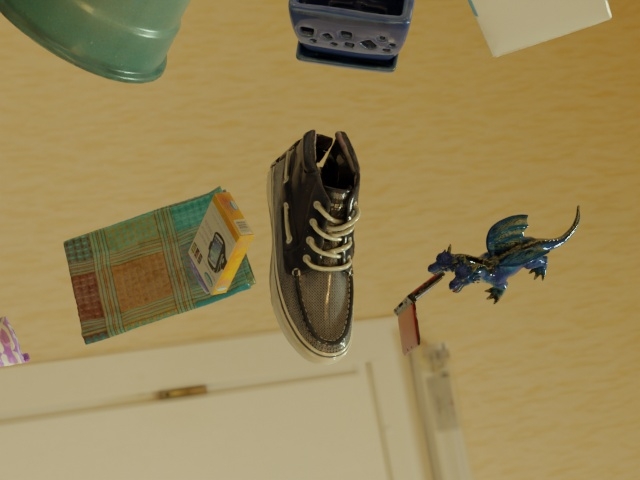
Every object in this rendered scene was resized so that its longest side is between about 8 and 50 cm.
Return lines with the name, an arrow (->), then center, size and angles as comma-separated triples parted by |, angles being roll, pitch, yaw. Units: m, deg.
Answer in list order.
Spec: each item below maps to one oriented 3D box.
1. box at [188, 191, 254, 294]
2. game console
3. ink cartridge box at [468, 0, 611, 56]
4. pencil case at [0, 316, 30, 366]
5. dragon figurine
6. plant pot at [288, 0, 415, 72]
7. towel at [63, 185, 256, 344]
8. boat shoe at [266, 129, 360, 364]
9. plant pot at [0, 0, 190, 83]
box -> -0.138, 0.010, 1.491 | 0.081, 0.028, 0.136 | 58, -40, 29
game console -> 0.189, 0.135, 2.021 | 0.085, 0.124, 0.144 | 53, -15, 7
ink cartridge box -> 0.322, -0.473, 1.732 | 0.198, 0.197, 0.270 | 54, 27, -44
pencil case -> -0.568, 0.193, 1.718 | 0.086, 0.206, 0.088 | -131, -158, -59
dragon figurine -> 0.315, 0.017, 1.774 | 0.085, 0.289, 0.144 | 62, -3, 26
plant pot -> 0.066, -0.464, 2.151 | 0.212, 0.236, 0.236 | 92, 7, -62
towel -> -0.339, 0.047, 2.289 | 0.040, 0.370, 0.271 | 76, -6, -55
boat shoe -> 0.000, 0.000, 1.604 | 0.158, 0.127, 0.340 | 134, -52, -57
plant pot -> -0.304, -0.481, 1.700 | 0.334, 0.341, 0.341 | -51, -140, 26
